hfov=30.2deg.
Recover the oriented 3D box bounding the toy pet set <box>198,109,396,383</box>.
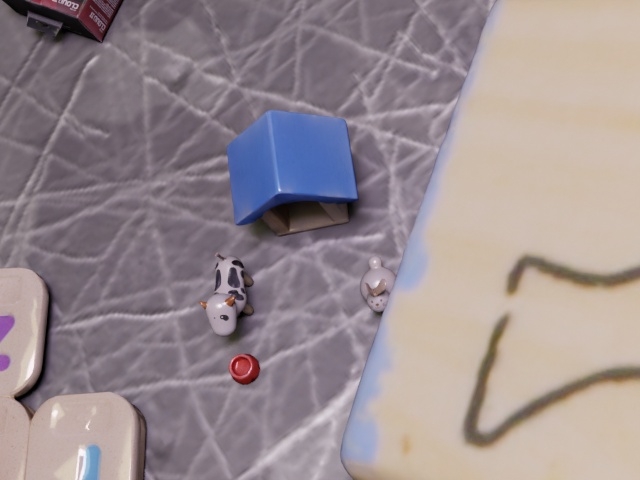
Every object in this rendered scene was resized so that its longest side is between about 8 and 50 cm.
[{"bbox_3d":[0.000,0.000,0.558,0.122,0.065,0.114,-11,70,11],"label":"toy pet set"}]

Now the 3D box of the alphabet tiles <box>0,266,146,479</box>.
[{"bbox_3d":[-0.225,0.151,0.597,0.284,0.021,0.278,-4,70,14],"label":"alphabet tiles"}]

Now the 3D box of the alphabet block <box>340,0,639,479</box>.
[{"bbox_3d":[0.158,0.036,0.401,0.197,0.193,0.192,9,76,45],"label":"alphabet block"}]

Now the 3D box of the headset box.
[{"bbox_3d":[-0.139,-0.154,0.663,0.062,0.032,0.083,20,80,21],"label":"headset box"}]
